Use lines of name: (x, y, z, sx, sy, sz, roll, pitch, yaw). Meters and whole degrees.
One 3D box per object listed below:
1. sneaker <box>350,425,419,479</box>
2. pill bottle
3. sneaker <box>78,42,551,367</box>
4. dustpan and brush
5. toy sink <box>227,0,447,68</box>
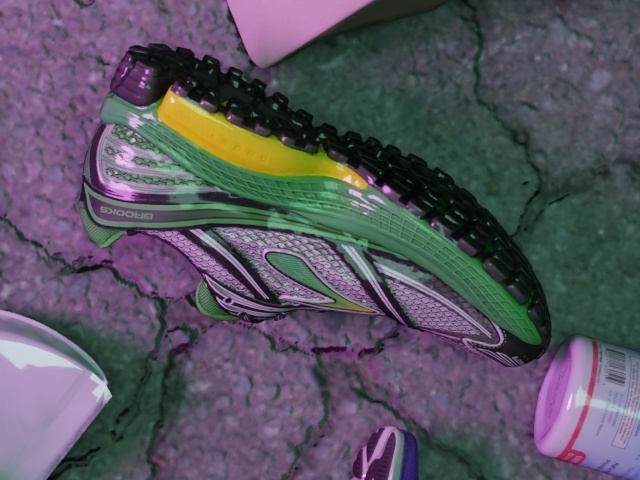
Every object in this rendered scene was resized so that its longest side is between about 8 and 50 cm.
sneaker: (0.062, 0.209, 1.098, 0.071, 0.068, 0.169, -8, 95, -21)
pill bottle: (0.234, 0.126, 1.098, 0.160, 0.087, 0.087, 17, 84, -4)
sneaker: (0.000, 0.000, 1.083, 0.344, 0.134, 0.146, 26, 109, -7)
dustpan and brush: (-0.262, 0.085, 1.077, 0.211, 0.060, 0.147, 38, 96, -8)
toy sink: (0.038, -0.230, 1.071, 0.131, 0.234, 0.152, -19, 86, -36)
